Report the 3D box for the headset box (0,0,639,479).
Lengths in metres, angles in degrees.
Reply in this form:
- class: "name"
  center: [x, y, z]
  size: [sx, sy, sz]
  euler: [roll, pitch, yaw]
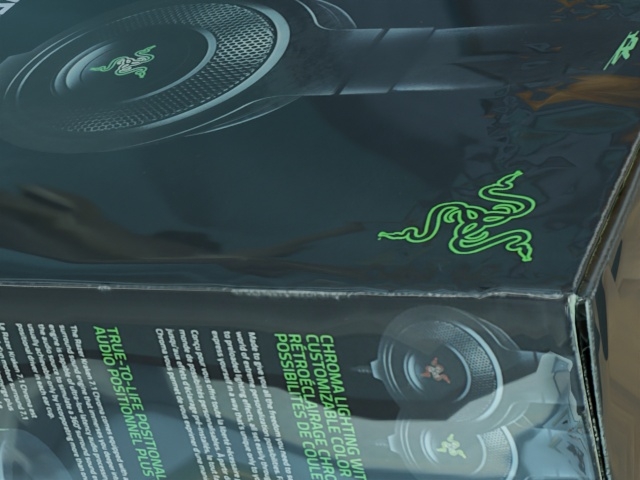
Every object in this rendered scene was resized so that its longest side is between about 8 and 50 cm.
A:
- class: "headset box"
  center: [0.000, 0.000, 0.517]
  size: [0.283, 0.246, 0.131]
  euler: [1, 123, 25]
